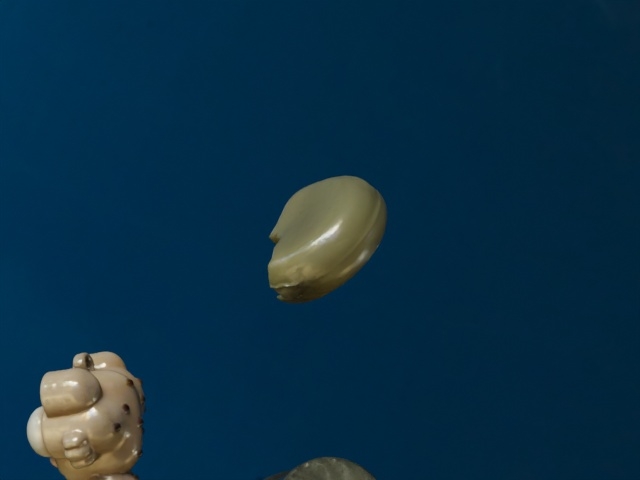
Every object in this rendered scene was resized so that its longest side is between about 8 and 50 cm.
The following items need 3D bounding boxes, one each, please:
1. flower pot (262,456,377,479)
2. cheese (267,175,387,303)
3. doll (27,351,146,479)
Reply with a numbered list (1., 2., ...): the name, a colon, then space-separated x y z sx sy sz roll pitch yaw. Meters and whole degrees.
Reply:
1. flower pot: 0.004 0.358 1.986 0.235 0.235 0.148 20 -36 1
2. cheese: 0.000 0.000 2.160 0.175 0.202 0.091 -17 -58 40
3. doll: -0.236 0.257 1.728 0.119 0.278 0.154 -10 -8 15
